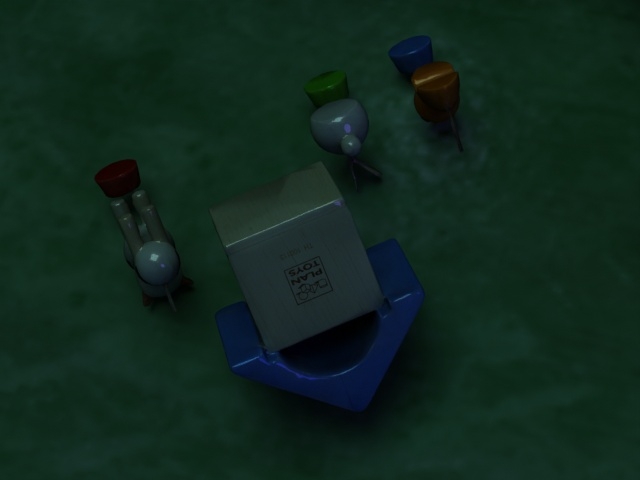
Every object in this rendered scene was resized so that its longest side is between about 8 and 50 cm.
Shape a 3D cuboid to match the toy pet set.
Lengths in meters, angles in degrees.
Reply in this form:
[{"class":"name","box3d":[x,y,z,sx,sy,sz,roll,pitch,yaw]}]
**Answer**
[{"class":"toy pet set","box3d":[0.000,0.000,0.621,0.122,0.065,0.114,-23,23,-2]}]
